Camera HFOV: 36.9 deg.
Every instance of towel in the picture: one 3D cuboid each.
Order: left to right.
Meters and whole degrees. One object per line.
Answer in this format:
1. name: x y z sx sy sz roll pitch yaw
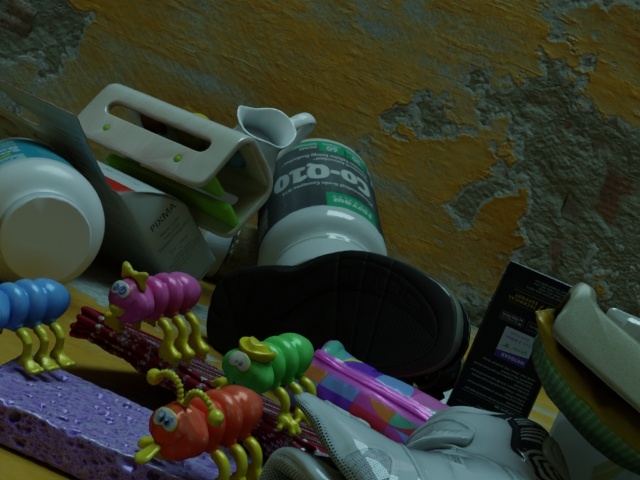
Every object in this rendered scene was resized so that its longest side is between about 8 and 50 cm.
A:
1. towel: -0.072 0.144 0.835 0.275 0.031 0.199 25 -7 31

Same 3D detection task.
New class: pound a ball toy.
1. pound a ball toy: -0.213 -0.113 1.416 0.319 0.136 0.208 25 -26 33

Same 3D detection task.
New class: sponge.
1. sponge: -0.140 0.140 0.667 0.210 0.031 0.117 24 3 3

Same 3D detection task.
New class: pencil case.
1. pencil case: 0.075 0.178 0.900 0.236 0.104 0.104 22 2 33

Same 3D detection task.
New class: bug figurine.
1. bug figurine: -0.119 0.077 0.688 0.279 0.072 0.216 24 18 29

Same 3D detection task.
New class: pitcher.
1. pitcher: -0.108 -0.122 1.513 0.177 0.207 0.125 -14 62 -46

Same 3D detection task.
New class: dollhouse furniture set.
1. dollhouse furniture set: 0.222 0.193 0.638 0.301 0.151 0.197 43 -9 17

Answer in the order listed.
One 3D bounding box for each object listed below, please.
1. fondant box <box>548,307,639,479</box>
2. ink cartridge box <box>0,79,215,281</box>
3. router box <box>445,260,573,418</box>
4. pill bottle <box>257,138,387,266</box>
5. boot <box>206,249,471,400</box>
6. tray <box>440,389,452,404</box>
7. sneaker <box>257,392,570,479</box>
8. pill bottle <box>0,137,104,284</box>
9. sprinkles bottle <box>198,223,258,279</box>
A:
1. fondant box: 0.275 0.190 0.924 0.096 0.238 0.330 26 4 19
2. ink cartridge box: -0.335 -0.109 1.325 0.308 0.091 0.385 26 -27 30
3. router box: 0.203 0.148 1.070 0.081 0.243 0.309 24 4 13
4. pill bottle: 0.000 0.000 1.534 0.204 0.204 0.361 22 28 -17
5. boot: 0.077 0.119 1.152 0.377 0.138 0.284 -5 -21 44
6. tray: 0.143 0.215 1.428 0.145 0.030 0.270 22 3 -36
7. sneaker: 0.055 0.168 0.622 0.210 0.137 0.366 26 6 -8
8. pill bottle: -0.329 -0.030 1.083 0.146 0.146 0.264 22 3 -27
9. sprinkles bottle: -0.064 0.056 1.738 0.355 0.121 0.121 22 3 -19
